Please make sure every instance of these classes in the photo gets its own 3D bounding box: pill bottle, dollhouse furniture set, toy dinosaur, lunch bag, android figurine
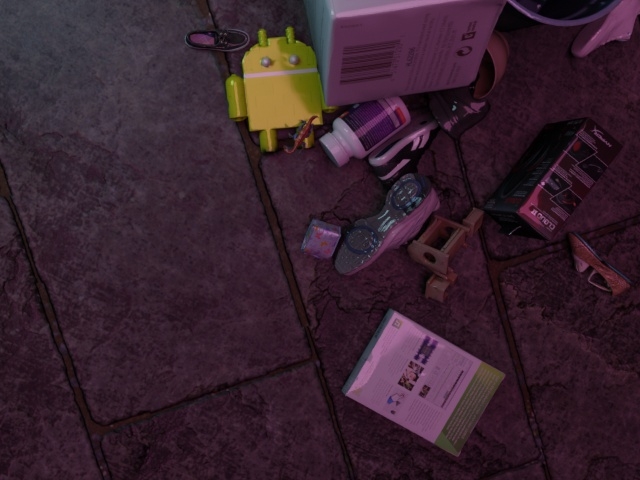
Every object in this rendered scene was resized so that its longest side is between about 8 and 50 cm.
[{"bbox_3d":[0.095,-0.251,1.728,0.194,0.108,0.108,-37,99,-4],"label":"pill bottle"},{"bbox_3d":[0.290,0.022,1.818,0.101,0.160,0.182,25,49,25],"label":"dollhouse furniture set"},{"bbox_3d":[-0.049,-0.228,1.684,0.047,0.090,0.082,29,62,2],"label":"toy dinosaur"},{"bbox_3d":[0.000,0.000,1.764,0.071,0.053,0.083,17,118,-10],"label":"lunch bag"},{"bbox_3d":[-0.085,-0.335,1.722,0.249,0.056,0.272,-5,98,-8],"label":"android figurine"}]

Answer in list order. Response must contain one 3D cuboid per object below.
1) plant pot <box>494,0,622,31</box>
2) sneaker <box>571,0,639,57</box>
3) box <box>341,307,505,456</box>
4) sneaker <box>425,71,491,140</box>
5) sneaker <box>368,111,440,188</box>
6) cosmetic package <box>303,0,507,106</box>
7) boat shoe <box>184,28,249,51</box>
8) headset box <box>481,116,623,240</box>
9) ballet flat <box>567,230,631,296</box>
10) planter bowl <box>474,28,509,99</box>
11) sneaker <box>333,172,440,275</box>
[{"bbox_3d":[0.443,-0.595,1.637,0.342,0.334,0.340,-1,94,-9],"label":"plant pot"},{"bbox_3d":[0.685,-0.494,1.818,0.212,0.080,0.094,-47,112,-3],"label":"sneaker"},{"bbox_3d":[0.244,0.337,1.832,0.322,0.058,0.232,31,90,-9],"label":"box"},{"bbox_3d":[0.275,-0.363,1.706,0.130,0.109,0.286,-32,75,18],"label":"sneaker"},{"bbox_3d":[0.214,-0.197,1.777,0.217,0.079,0.121,-36,120,-15],"label":"sneaker"},{"bbox_3d":[0.134,-0.532,1.529,0.328,0.329,0.393,-10,73,-4],"label":"cosmetic package"},{"bbox_3d":[-0.226,-0.440,1.696,0.142,0.040,0.049,-4,95,-8],"label":"boat shoe"},{"bbox_3d":[0.507,-0.126,1.747,0.110,0.218,0.293,38,89,-9],"label":"headset box"},{"bbox_3d":[0.659,0.064,1.866,0.206,0.073,0.067,40,103,-6],"label":"ballet flat"},{"bbox_3d":[0.356,-0.415,1.741,0.109,0.162,0.162,-38,100,-30],"label":"planter bowl"},{"bbox_3d":[0.157,-0.017,1.756,0.297,0.111,0.129,-41,143,14],"label":"sneaker"}]
